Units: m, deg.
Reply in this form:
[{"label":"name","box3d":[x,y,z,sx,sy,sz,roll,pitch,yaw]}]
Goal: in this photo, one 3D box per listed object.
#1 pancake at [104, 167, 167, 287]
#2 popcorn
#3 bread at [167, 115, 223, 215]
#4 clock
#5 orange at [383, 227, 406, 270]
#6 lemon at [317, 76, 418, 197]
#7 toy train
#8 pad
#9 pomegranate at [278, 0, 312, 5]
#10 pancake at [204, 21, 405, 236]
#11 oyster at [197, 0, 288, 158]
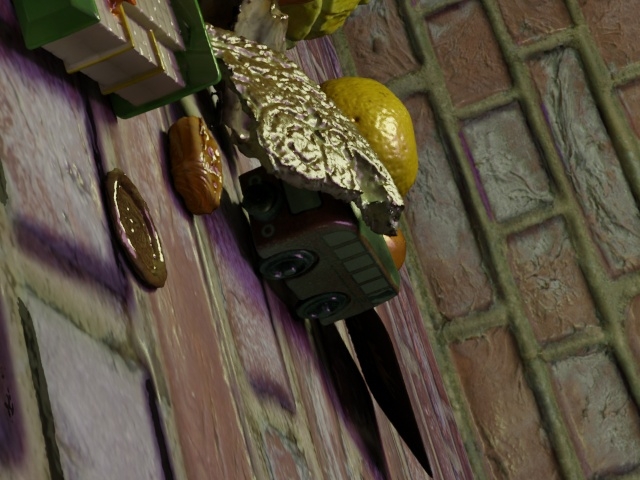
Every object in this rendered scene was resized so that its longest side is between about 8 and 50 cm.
[{"label":"pancake","box3d":[-0.158,-0.011,1.024,0.115,0.011,0.114,-19,90,-84]},{"label":"popcorn","box3d":[-0.055,-0.483,2.171,0.225,0.276,0.276,-39,113,-43]},{"label":"bread","box3d":[-0.130,-0.077,1.256,0.083,0.044,0.110,67,10,-47]},{"label":"clock","box3d":[-0.195,-0.242,0.999,0.255,0.106,0.219,29,42,-77]},{"label":"orange","box3d":[0.085,0.012,2.213,0.157,0.134,0.156,26,16,-8]},{"label":"lemon","box3d":[0.050,-0.145,1.978,0.228,0.228,0.253,58,21,-55]},{"label":"toy train","box3d":[0.000,0.000,1.540,0.326,0.159,0.129,53,17,-61]},{"label":"pad","box3d":[0.049,0.181,1.844,0.315,0.063,0.375,53,-14,50]},{"label":"pomegranate","box3d":[-0.086,-0.523,1.806,0.342,0.343,0.342,-20,90,-82]},{"label":"pancake","box3d":[-0.042,-0.127,1.385,0.376,0.054,0.197,41,33,-11]},{"label":"oyster","box3d":[-0.104,-0.257,1.511,0.198,0.133,0.337,28,-51,62]}]
